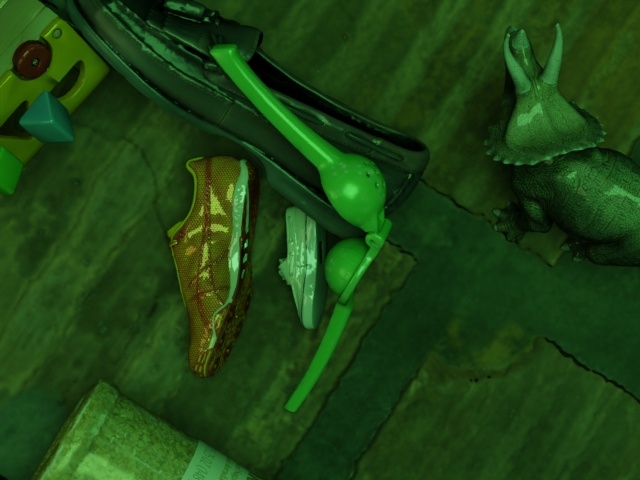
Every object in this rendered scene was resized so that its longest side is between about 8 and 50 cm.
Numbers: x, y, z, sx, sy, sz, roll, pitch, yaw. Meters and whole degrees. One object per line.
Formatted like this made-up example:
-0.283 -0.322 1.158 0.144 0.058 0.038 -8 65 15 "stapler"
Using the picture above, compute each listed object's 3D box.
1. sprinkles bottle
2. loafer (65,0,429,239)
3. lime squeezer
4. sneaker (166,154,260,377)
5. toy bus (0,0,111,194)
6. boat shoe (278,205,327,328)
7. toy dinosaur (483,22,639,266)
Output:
-0.050 0.246 1.173 0.355 0.121 0.121 32 86 -7 "sprinkles bottle"
-0.049 -0.123 1.172 0.302 0.109 0.095 38 117 -13 "loafer"
0.000 0.000 1.146 0.110 0.059 0.310 -9 117 3 "lime squeezer"
-0.088 0.020 1.209 0.067 0.064 0.175 5 84 12 "sneaker"
-0.254 -0.095 1.156 0.202 0.104 0.191 -11 59 21 "toy bus"
-0.016 0.021 1.227 0.035 0.035 0.100 1 94 19 "boat shoe"
0.227 -0.025 1.194 0.313 0.160 0.121 39 85 -5 "toy dinosaur"
